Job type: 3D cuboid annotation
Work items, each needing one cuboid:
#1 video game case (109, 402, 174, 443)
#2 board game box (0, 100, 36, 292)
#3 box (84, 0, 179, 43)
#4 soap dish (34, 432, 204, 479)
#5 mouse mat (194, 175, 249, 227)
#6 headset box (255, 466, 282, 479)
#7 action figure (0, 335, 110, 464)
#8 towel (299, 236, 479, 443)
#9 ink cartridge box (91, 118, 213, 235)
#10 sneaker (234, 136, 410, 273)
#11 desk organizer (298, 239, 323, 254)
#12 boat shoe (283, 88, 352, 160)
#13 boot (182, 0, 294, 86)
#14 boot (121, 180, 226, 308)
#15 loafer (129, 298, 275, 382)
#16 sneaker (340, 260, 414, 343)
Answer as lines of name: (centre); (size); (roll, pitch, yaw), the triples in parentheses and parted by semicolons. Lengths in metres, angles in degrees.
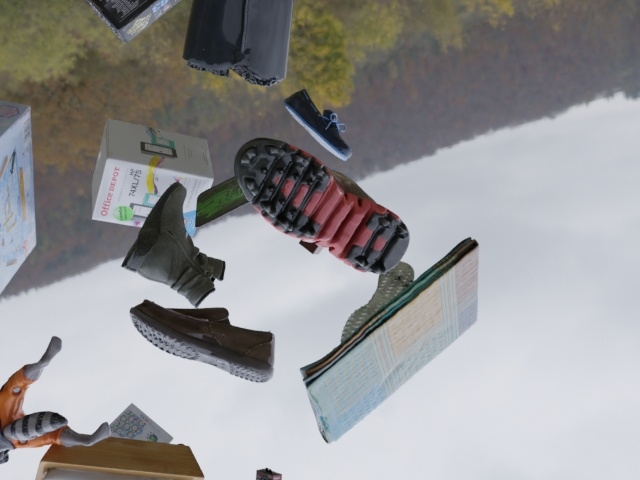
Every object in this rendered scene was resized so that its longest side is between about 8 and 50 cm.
video game case: (-0.463, 0.497, 1.862); (0.157, 0.143, 0.019); (-46, 174, -48)
board game box: (-0.602, -0.039, 1.342); (0.066, 0.318, 0.318); (11, -147, -2)
box: (-0.384, -0.601, 1.529); (0.295, 0.293, 0.073); (-43, 173, -8)
soap dish: (-0.387, 0.467, 1.420); (0.291, 0.229, 0.118); (12, -140, -18)
mouse mat: (-0.184, -0.103, 1.608); (0.190, 0.007, 0.152); (-27, -150, 9)
headset box: (-0.121, 0.572, 1.759); (0.032, 0.083, 0.062); (5, 178, -44)
action figure: (-0.574, 0.280, 1.268); (0.330, 0.341, 0.178); (-22, -150, 5)
towel: (0.129, 0.176, 1.280); (0.370, 0.271, 0.040); (-37, -123, -17)
ink cartridge box: (-0.445, -0.164, 1.976); (0.270, 0.198, 0.197); (9, -144, -23)
sneaker: (-0.011, -0.052, 0.958); (0.097, 0.276, 0.135); (-56, -143, 6)
desk organizer: (0.000, 0.000, 1.718); (0.050, 0.047, 0.130); (-55, 165, 9)
boat shoe: (0.004, -0.330, 2.081); (0.089, 0.258, 0.109); (-43, 165, -3)
boot: (-0.039, -0.294, 0.913); (0.246, 0.207, 0.094); (2, -156, -12)
boot: (-0.238, 0.011, 1.325); (0.083, 0.161, 0.246); (-48, -162, 34)
loafer: (-0.269, 0.217, 1.781); (0.134, 0.366, 0.130); (121, -9, -61)
sneaker: (0.140, 0.193, 1.763); (0.102, 0.146, 0.293); (23, -130, 19)
